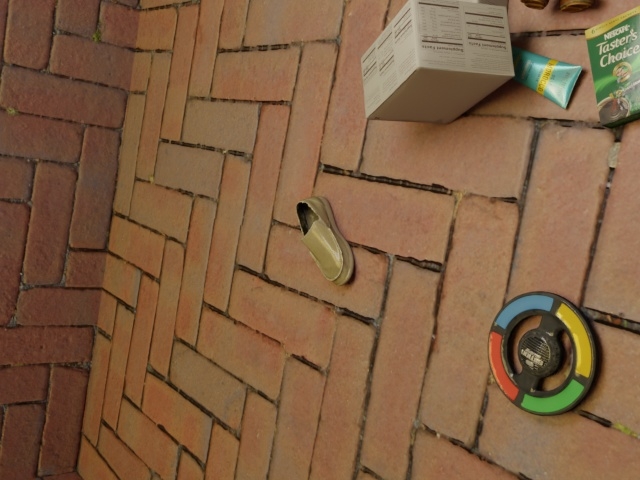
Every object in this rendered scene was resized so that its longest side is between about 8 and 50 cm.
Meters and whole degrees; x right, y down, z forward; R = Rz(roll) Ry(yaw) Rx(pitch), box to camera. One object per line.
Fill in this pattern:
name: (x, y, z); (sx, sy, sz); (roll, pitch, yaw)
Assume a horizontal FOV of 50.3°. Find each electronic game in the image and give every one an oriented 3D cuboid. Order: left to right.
electronic game: (0.408, 0.209, 1.269); (0.229, 0.048, 0.230); (-6, 82, 50)

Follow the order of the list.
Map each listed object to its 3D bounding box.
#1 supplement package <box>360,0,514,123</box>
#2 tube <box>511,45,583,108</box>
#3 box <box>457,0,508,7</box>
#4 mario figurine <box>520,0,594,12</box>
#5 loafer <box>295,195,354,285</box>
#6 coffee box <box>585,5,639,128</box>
supplement package: (0.225, -0.349, 1.367); (0.262, 0.203, 0.145); (149, 119, -69)
tube: (0.409, -0.332, 1.327); (0.207, 0.052, 0.080); (40, 128, 40)
box: (0.316, -0.475, 1.407); (0.102, 0.101, 0.087); (7, 91, 51)
mario figurine: (0.438, -0.584, 1.205); (0.170, 0.198, 0.321); (20, 106, 63)
loafer: (0.000, 0.000, 1.752); (0.102, 0.092, 0.269); (-49, 51, 36)
coffee box: (0.528, -0.298, 1.178); (0.113, 0.040, 0.184); (-15, 75, 49)
